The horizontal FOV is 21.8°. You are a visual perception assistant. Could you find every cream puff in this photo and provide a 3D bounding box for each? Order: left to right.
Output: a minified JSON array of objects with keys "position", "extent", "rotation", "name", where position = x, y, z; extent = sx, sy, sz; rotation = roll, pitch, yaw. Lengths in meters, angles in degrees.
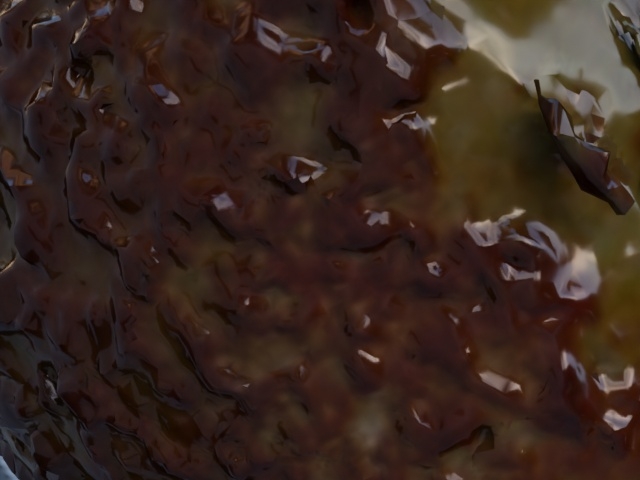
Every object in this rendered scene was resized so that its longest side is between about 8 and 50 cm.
[{"position":[-0.001,-0.002,0.497],"extent":[0.350,0.229,0.350],"rotation":[-25,90,-86],"name":"cream puff"}]
